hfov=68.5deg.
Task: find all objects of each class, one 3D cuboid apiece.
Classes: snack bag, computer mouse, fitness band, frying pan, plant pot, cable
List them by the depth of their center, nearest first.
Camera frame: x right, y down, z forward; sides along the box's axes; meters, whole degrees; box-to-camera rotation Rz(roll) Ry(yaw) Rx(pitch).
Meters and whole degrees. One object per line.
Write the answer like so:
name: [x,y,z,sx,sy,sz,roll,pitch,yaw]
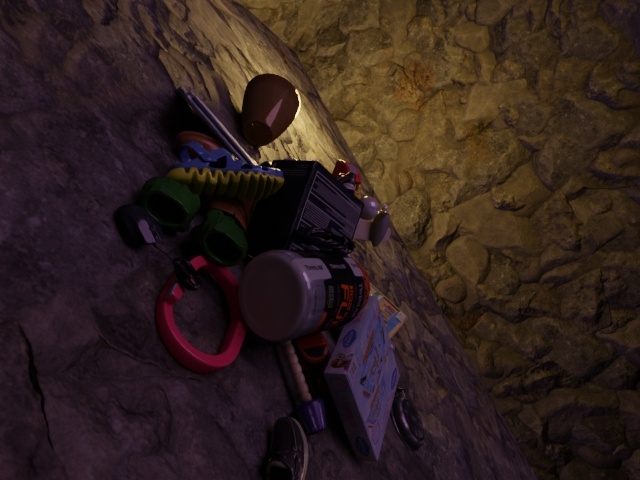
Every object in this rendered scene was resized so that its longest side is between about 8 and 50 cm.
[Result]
computer mouse: [-0.323,0.008,0.955,0.242,0.041,0.071,43,24,7]
fitness band: [-0.245,0.153,1.011,0.209,0.054,0.291,54,20,-20]
cable: [0.000,0.000,1.209,0.150,0.047,0.184,5,12,-18]
snack bag: [-0.309,-0.339,1.460,0.323,0.037,0.342,48,-1,-29]
frying pan: [0.315,0.607,1.709,0.197,0.053,0.326,52,23,-19]
plant pot: [-0.221,-0.495,1.869,0.237,0.237,0.254,47,38,-30]

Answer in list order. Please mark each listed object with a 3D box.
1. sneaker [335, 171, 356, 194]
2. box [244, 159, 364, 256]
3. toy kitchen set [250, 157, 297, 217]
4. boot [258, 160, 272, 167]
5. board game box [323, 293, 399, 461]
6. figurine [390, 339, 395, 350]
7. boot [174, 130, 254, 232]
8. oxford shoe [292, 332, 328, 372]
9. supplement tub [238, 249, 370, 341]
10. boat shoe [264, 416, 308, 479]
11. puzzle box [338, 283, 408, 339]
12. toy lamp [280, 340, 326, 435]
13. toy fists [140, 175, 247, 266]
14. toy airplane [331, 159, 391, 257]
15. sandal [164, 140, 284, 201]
sneaker: [0.062,-0.179,1.531,0.072,0.178,0.077,27,74,-33]
box: [-0.047,-0.044,1.410,0.296,0.182,0.294,35,68,-49]
toy kitchen set: [-0.129,-0.149,1.547,0.166,0.207,0.122,43,23,-59]
boot: [-0.147,-0.155,1.688,0.176,0.088,0.244,27,43,-58]
board game box: [0.128,0.370,1.303,0.319,0.066,0.318,-56,134,-53]
figurine: [0.172,0.355,1.688,0.209,0.092,0.215,52,18,-6]
boot: [-0.299,-0.155,1.307,0.283,0.109,0.220,44,32,-35]
oxford shoe: [-0.059,0.244,1.311,0.098,0.096,0.271,91,-20,-46]
supplement tub: [-0.023,0.125,1.161,0.338,0.207,0.207,1,58,-58]
boat shoe: [-0.072,0.450,0.925,0.073,0.080,0.224,49,25,-39]
puzzle box: [0.158,0.252,1.690,0.272,0.052,0.409,42,19,13]
toy lamp: [-0.057,0.335,1.154,0.080,0.080,0.275,29,32,-55]
toy fists: [-0.287,-0.044,1.089,0.279,0.096,0.142,35,17,-18]
toy airplane: [0.101,-0.078,1.762,0.386,0.272,0.384,-46,112,-41]
sandal: [-0.243,-0.185,1.218,0.317,0.126,0.138,3,61,-30]
